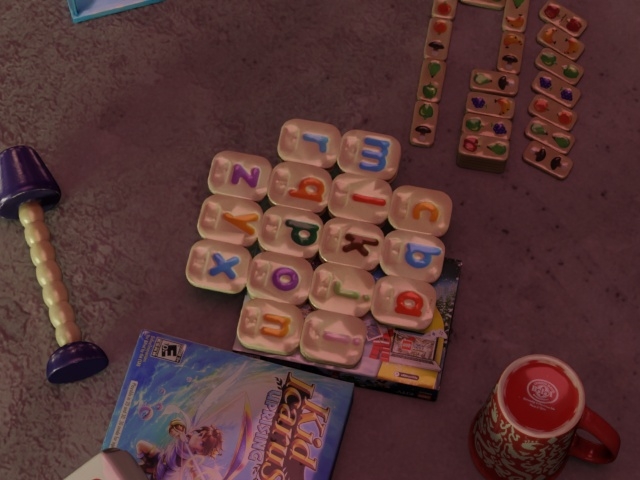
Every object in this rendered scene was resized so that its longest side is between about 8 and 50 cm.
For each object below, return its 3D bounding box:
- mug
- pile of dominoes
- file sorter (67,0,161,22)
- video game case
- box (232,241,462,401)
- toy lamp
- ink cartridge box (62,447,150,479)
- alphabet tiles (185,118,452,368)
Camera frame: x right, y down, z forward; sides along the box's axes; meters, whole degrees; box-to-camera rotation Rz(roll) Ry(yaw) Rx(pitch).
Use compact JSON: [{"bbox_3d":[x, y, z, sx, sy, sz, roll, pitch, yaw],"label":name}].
[{"bbox_3d":[0.238,0.185,1.837,0.150,0.169,0.113,-12,67,-6],"label":"mug"},{"bbox_3d":[0.218,-0.201,2.070,0.196,0.040,0.251,9,68,3],"label":"pile of dominoes"},{"bbox_3d":[-0.266,-0.373,2.094,0.118,0.104,0.170,-15,68,-9],"label":"file sorter"},{"bbox_3d":[-0.114,0.251,1.858,0.244,0.061,0.269,15,67,4],"label":"video game case"},{"bbox_3d":[0.031,0.079,1.943,0.233,0.044,0.159,11,66,3],"label":"box"},{"bbox_3d":[-0.307,0.023,1.943,0.080,0.080,0.274,-16,71,-8],"label":"toy lamp"},{"bbox_3d":[-0.258,0.366,1.727,0.278,0.117,0.201,-37,83,-2],"label":"ink cartridge box"},{"bbox_3d":[0.000,0.000,1.940,0.278,0.021,0.284,10,66,3],"label":"alphabet tiles"}]
